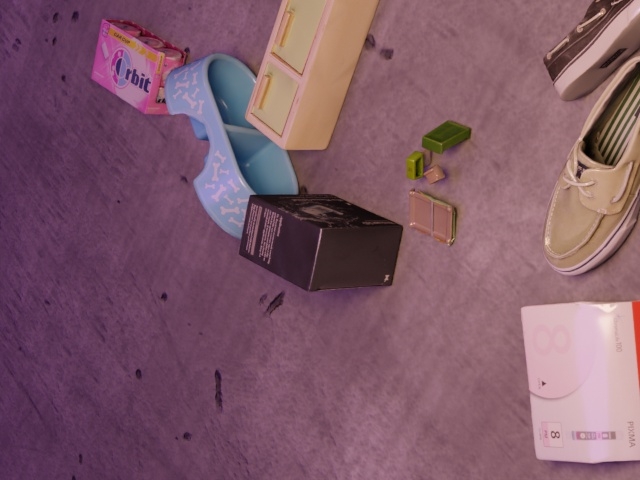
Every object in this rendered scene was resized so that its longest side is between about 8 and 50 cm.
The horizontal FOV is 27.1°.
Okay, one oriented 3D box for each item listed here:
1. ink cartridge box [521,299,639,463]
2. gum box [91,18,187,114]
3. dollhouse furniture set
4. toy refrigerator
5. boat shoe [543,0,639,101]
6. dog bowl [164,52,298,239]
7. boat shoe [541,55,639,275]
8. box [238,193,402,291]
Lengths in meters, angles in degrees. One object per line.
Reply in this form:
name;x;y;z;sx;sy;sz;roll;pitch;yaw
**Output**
ink cartridge box;0.342;0.162;1.535;0.232;0.066;0.189;-8;87;52
gum box;-0.301;-0.288;2.211;0.188;0.062;0.107;34;117;42
dollhouse furniture set;0.159;-0.077;1.745;0.076;0.058;0.151;25;130;37
toy refrigerator;-0.012;-0.269;1.868;0.102;0.094;0.269;41;122;38
boat shoe;0.330;-0.247;1.500;0.219;0.078;0.070;-44;63;43
dog bowl;-0.125;-0.146;1.960;0.074;0.166;0.297;-32;69;33
boat shoe;0.320;-0.090;1.509;0.109;0.094;0.302;45;124;37
box;0.000;0.000;1.828;0.158;0.156;0.093;26;111;44
